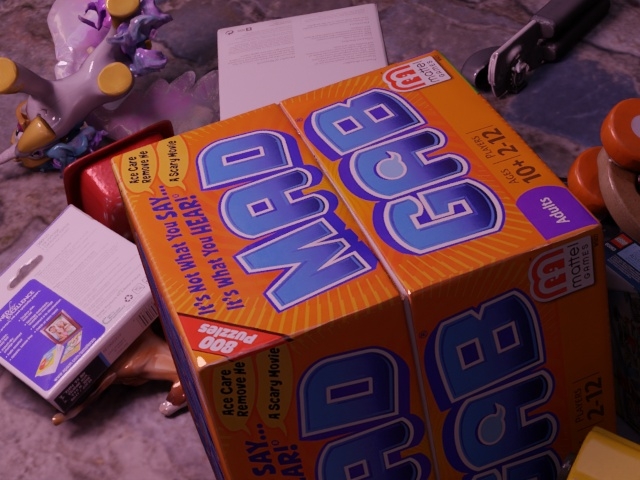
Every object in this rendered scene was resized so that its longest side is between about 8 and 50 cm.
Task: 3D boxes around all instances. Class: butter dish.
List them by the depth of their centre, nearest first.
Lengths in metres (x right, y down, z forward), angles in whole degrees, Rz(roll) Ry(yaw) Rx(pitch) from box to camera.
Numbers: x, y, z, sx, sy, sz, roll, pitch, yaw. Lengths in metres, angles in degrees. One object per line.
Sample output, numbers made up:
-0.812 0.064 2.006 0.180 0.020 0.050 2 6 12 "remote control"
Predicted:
-0.236 -0.054 1.828 0.160 0.160 0.118 -28 64 -19 "butter dish"

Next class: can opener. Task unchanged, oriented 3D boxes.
0.305 -0.301 2.021 0.095 0.076 0.283 22 49 34 "can opener"

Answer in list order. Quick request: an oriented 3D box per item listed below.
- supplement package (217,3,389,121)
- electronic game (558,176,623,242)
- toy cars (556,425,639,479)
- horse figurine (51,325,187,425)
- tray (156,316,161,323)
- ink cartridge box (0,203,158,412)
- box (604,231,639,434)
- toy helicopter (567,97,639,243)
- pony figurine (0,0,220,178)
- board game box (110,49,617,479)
-0.005 -0.116 1.664 0.199 0.198 0.263 -9 39 2 "supplement package"
0.280 -0.003 1.686 0.229 0.048 0.229 -1 39 1 "electronic game"
0.132 0.295 1.189 0.393 0.087 0.176 -27 69 8 "toy cars"
-0.248 0.119 1.665 0.174 0.066 0.263 -25 43 -4 "horse figurine"
0.000 0.000 1.738 0.411 0.076 0.203 -35 44 -27 "tray"
-0.293 0.074 1.647 0.208 0.045 0.206 29 69 39 "ink cartridge box"
0.337 0.123 1.371 0.044 0.233 0.159 -30 42 -15 "box"
0.480 -0.102 1.664 0.355 0.140 0.235 -36 76 -26 "toy helicopter"
-0.296 -0.216 1.884 0.351 0.303 0.363 -34 0 -13 "pony figurine"
0.044 0.092 1.373 0.356 0.356 0.356 -20 36 -9 "board game box"
